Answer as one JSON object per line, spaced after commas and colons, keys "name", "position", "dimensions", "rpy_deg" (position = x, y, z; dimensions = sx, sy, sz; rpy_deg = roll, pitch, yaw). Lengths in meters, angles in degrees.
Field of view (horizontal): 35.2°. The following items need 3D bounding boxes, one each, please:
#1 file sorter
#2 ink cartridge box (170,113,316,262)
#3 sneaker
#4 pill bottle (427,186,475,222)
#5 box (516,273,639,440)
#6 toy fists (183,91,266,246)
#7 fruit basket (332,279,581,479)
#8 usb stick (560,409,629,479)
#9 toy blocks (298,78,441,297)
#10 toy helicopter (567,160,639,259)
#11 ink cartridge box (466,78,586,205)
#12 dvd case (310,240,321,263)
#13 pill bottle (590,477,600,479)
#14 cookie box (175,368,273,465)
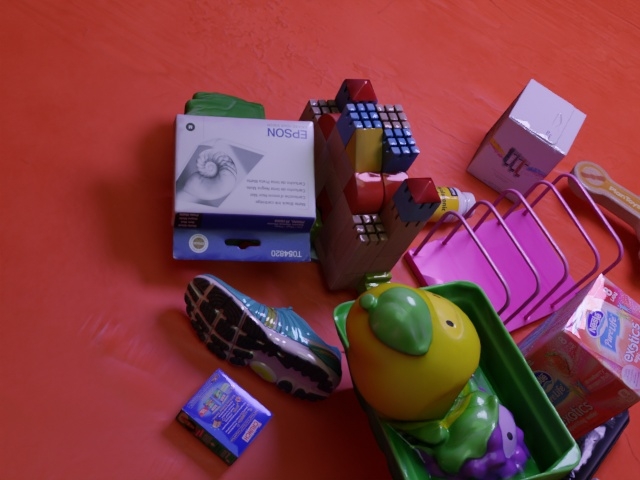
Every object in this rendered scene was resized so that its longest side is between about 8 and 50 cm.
{"name": "file sorter", "position": [0.338, 0.025, 1.730], "dimensions": [0.291, 0.182, 0.202], "rpy_deg": [-19, 69, -31]}
{"name": "ink cartridge box", "position": [-0.118, -0.080, 1.563], "dimensions": [0.223, 0.045, 0.224], "rpy_deg": [1, 77, -13]}
{"name": "sneaker", "position": [-0.087, 0.142, 1.546], "dimensions": [0.275, 0.107, 0.110], "rpy_deg": [36, 33, -5]}
{"name": "pill bottle", "position": [0.215, -0.064, 1.806], "dimensions": [0.116, 0.065, 0.065], "rpy_deg": [1, 60, -24]}
{"name": "box", "position": [0.383, 0.203, 1.564], "dimensions": [0.154, 0.300, 0.142], "rpy_deg": [40, 55, 5]}
{"name": "toy fists", "position": [-0.169, -0.116, 1.649], "dimensions": [0.142, 0.096, 0.279], "rpy_deg": [9, 66, -25]}
{"name": "fruit basket", "position": [0.164, 0.183, 1.392], "dimensions": [0.283, 0.392, 0.392], "rpy_deg": [-10, 64, -15]}
{"name": "usb stick", "position": [0.415, 0.353, 1.641], "dimensions": [0.077, 0.045, 0.278], "rpy_deg": [29, 49, 25]}
{"name": "toy blocks", "position": [0.061, -0.112, 1.630], "dimensions": [0.191, 0.261, 0.381], "rpy_deg": [-4, 57, -26]}
{"name": "toy helicopter", "position": [0.637, -0.049, 1.937], "dimensions": [0.355, 0.140, 0.235], "rpy_deg": [34, 51, 3]}
{"name": "ink cartridge box", "position": [0.382, -0.182, 1.880], "dimensions": [0.127, 0.176, 0.128], "rpy_deg": [35, 53, 0]}
{"name": "dvd case", "position": [0.000, 0.000, 1.705], "dimensions": [0.119, 0.013, 0.087], "rpy_deg": [17, 55, -14]}
{"name": "pill bottle", "position": [0.476, 0.432, 1.608], "dimensions": [0.120, 0.067, 0.067], "rpy_deg": [34, 53, -1]}
{"name": "cookie box", "position": [-0.139, 0.257, 1.468], "dimensions": [0.107, 0.040, 0.092], "rpy_deg": [40, 53, 4]}
